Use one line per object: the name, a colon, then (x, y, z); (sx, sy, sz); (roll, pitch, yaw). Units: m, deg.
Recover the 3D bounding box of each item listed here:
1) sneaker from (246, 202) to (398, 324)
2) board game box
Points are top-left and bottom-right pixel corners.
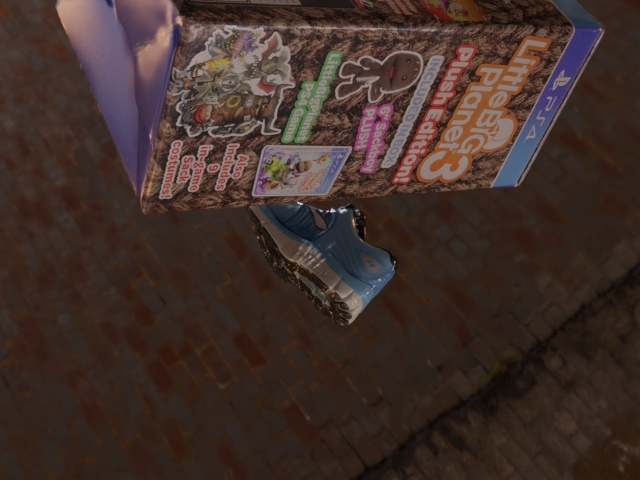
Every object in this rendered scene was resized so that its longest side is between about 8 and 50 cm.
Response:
sneaker: (0.000, 0.000, 0.761); (0.073, 0.063, 0.162); (-33, -133, -17)
board game box: (-0.006, -0.155, 0.679); (0.291, 0.141, 0.232); (-5, -133, -28)
